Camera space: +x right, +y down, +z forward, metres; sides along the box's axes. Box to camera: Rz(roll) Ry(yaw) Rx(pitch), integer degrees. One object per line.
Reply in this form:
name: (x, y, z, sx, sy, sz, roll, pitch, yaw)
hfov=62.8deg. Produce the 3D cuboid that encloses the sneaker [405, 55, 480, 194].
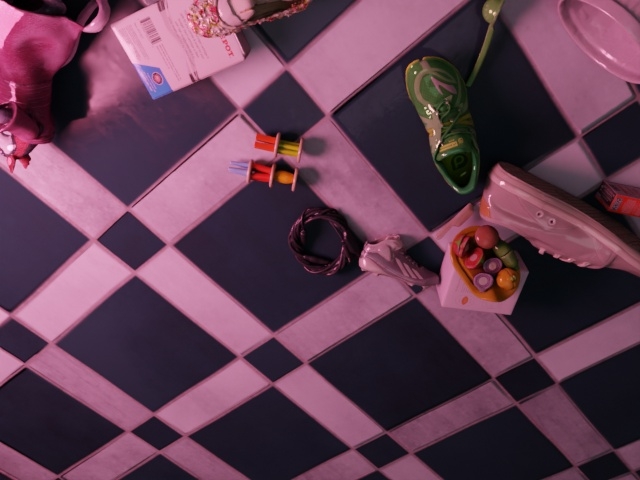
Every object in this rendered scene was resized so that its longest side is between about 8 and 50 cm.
sneaker: (0.257, -0.221, 1.028, 0.109, 0.123, 0.295, -22, 118, 15)

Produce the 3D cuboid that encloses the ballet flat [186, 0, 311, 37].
ballet flat: (-0.110, -0.411, 0.891, 0.241, 0.077, 0.091, -29, 116, -19)

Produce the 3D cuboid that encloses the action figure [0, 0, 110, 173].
action figure: (-0.559, -0.306, 1.001, 0.275, 0.248, 0.370, -4, 125, -27)

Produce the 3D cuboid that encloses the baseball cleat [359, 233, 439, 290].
baseball cleat: (0.196, 0.048, 1.227, 0.205, 0.072, 0.109, 12, 106, -16)

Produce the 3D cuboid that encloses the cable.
cable: (0.000, 0.000, 1.225, 0.150, 0.047, 0.184, -21, 121, 20)

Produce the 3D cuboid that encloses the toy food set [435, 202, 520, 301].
toy food set: (0.354, 0.031, 1.128, 0.128, 0.071, 0.218, -34, 84, -9)

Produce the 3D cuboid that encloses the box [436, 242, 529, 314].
box: (0.375, 0.089, 1.233, 0.170, 0.091, 0.130, 8, 122, -3)

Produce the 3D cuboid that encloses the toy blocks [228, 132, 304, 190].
toy blocks: (-0.117, -0.173, 1.112, 0.148, 0.054, 0.123, 10, 122, -4)

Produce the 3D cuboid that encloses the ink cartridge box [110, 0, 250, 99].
ink cartridge box: (-0.252, -0.376, 0.973, 0.203, 0.086, 0.148, -18, 119, 12)

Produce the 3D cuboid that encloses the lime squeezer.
lime squeezer: (0.287, -0.433, 0.937, 0.110, 0.059, 0.310, -16, 120, 11)

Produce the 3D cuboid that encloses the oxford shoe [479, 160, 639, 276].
oxford shoe: (0.533, -0.016, 1.123, 0.449, 0.169, 0.130, 26, 116, -5)

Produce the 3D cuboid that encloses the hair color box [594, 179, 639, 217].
hair color box: (0.678, -0.084, 1.128, 0.141, 0.072, 0.043, 12, 121, -4)

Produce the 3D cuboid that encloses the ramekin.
ramekin: (0.517, -0.376, 0.881, 0.207, 0.207, 0.109, 39, 106, -20)
